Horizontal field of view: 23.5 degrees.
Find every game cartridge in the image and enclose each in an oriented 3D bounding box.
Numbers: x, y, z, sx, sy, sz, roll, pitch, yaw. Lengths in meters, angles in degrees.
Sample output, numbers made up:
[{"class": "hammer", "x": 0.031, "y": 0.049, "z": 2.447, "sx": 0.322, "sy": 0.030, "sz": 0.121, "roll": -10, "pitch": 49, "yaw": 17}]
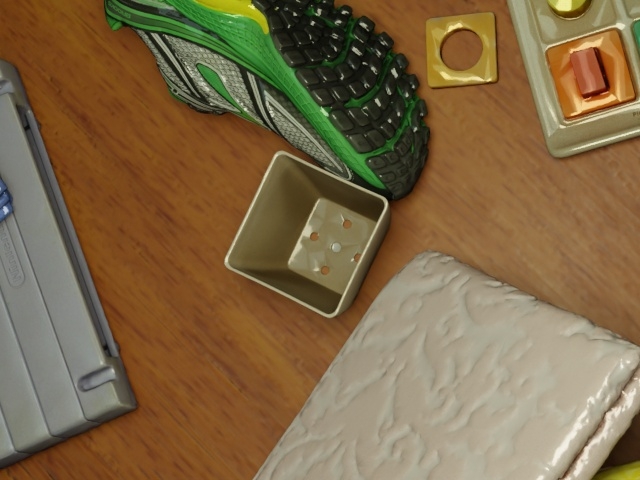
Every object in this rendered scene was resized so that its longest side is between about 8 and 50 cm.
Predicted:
[{"class": "game cartridge", "x": -0.330, "y": 0.035, "z": 1.432, "sx": 0.230, "sy": 0.068, "sz": 0.355, "roll": -26, "pitch": 76, "yaw": 16}]

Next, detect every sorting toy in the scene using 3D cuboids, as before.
[{"class": "sorting toy", "x": 0.252, "y": -0.184, "z": 1.291, "sx": 0.347, "sy": 0.047, "sz": 0.196, "roll": -16, "pitch": 78, "yaw": 14}]

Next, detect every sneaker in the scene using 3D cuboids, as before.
[{"class": "sneaker", "x": -0.047, "y": -0.154, "z": 1.355, "sx": 0.343, "sy": 0.134, "sz": 0.146, "roll": 43, "pitch": 132, "yaw": 11}]

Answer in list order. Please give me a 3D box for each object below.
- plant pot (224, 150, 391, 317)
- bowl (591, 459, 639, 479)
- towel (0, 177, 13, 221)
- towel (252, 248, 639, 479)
[{"class": "plant pot", "x": 0.000, "y": 0.000, "z": 1.316, "sx": 0.109, "sy": 0.096, "sz": 0.109, "roll": 25, "pitch": 90, "yaw": 18}, {"class": "bowl", "x": 0.241, "y": 0.263, "z": 1.159, "sx": 0.289, "sy": 0.289, "sz": 0.156, "roll": -36, "pitch": 31, "yaw": 9}, {"class": "towel", "x": -0.456, "y": -0.077, "z": 1.444, "sx": 0.243, "sy": 0.040, "sz": 0.336, "roll": -43, "pitch": 71, "yaw": 9}, {"class": "towel", "x": 0.074, "y": 0.171, "z": 1.170, "sx": 0.317, "sy": 0.053, "sz": 0.332, "roll": -55, "pitch": 27, "yaw": -4}]
